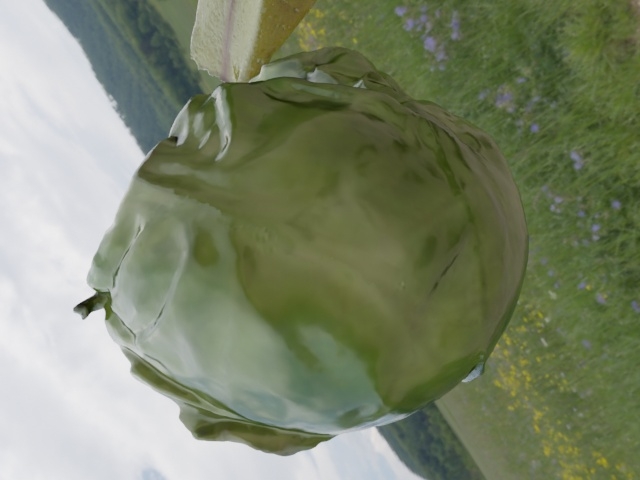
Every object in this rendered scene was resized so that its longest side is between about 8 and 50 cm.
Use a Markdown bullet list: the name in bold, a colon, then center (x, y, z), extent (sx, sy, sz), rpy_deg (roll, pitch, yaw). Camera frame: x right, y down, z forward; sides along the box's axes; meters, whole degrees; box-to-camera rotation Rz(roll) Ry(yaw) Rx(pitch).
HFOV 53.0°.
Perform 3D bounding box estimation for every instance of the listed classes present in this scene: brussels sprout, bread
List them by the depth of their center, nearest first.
- **brussels sprout**: center (0.015, 0.012, 0.648), extent (0.361, 0.425, 0.342), rpy_deg (20, 132, 10)
- **bread**: center (-0.180, -0.512, 1.346), extent (0.233, 0.362, 0.245), rpy_deg (43, -166, 27)
